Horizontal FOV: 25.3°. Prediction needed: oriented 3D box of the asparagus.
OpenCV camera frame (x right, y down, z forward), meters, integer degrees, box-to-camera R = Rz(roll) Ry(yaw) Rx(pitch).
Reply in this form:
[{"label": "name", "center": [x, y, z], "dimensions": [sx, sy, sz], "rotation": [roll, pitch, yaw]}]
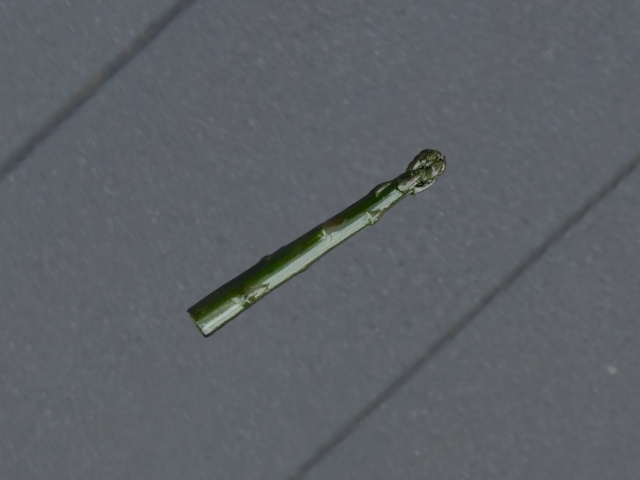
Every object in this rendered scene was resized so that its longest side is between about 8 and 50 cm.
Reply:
[{"label": "asparagus", "center": [0.000, 0.000, 0.598], "dimensions": [0.127, 0.018, 0.015], "rotation": [-34, 103, -6]}]
